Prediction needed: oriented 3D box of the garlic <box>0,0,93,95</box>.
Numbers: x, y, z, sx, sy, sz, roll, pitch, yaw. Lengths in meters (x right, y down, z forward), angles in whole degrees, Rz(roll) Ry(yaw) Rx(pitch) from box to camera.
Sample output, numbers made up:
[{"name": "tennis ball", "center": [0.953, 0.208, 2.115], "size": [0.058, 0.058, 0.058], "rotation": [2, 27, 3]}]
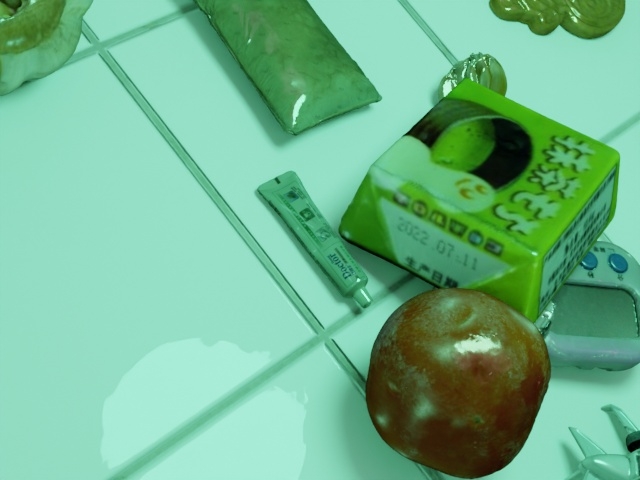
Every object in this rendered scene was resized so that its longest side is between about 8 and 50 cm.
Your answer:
[{"name": "garlic", "center": [-0.407, -0.271, 1.342], "size": [0.203, 0.184, 0.281], "rotation": [34, 72, 28]}]

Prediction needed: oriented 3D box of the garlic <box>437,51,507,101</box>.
[{"name": "garlic", "center": [0.228, -0.234, 1.654], "size": [0.113, 0.074, 0.094], "rotation": [-12, 88, -22]}]

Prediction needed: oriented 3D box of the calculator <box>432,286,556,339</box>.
[{"name": "calculator", "center": [0.227, 0.084, 1.462], "size": [0.175, 0.032, 0.100], "rotation": [31, 68, 23]}]

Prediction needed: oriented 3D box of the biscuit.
[{"name": "biscuit", "center": [0.403, -0.434, 1.866], "size": [0.289, 0.044, 0.202], "rotation": [-4, 65, -28]}]

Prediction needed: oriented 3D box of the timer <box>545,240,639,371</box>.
[{"name": "timer", "center": [0.363, 0.089, 1.531], "size": [0.209, 0.069, 0.190], "rotation": [6, 61, -16]}]

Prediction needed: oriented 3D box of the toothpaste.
[{"name": "toothpaste", "center": [0.000, 0.000, 1.446], "size": [0.064, 0.041, 0.218], "rotation": [-29, 73, -28]}]

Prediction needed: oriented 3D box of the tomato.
[{"name": "tomato", "center": [0.164, 0.170, 1.306], "size": [0.232, 0.188, 0.231], "rotation": [-5, 107, -16]}]

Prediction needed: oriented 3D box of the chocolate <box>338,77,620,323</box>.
[{"name": "chocolate", "center": [0.227, -0.061, 1.468], "size": [0.289, 0.137, 0.301], "rotation": [30, 51, 19]}]

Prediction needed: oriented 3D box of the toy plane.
[{"name": "toy plane", "center": [0.440, 0.324, 1.418], "size": [0.255, 0.101, 0.251], "rotation": [20, 45, -13]}]

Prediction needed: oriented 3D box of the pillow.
[{"name": "pillow", "center": [-0.058, -0.294, 1.561], "size": [0.185, 0.075, 0.302], "rotation": [-27, 77, -35]}]
